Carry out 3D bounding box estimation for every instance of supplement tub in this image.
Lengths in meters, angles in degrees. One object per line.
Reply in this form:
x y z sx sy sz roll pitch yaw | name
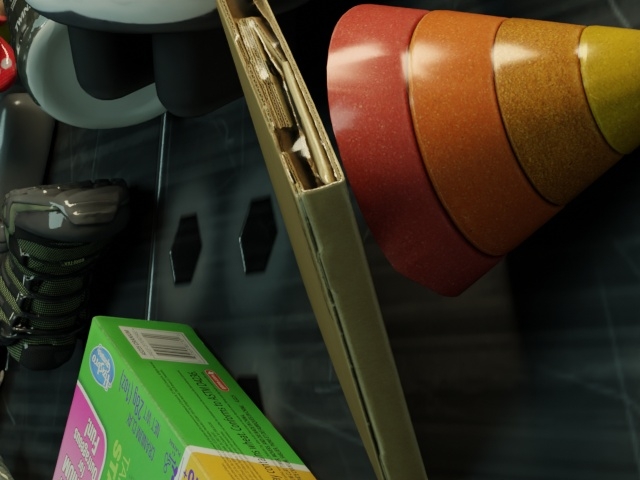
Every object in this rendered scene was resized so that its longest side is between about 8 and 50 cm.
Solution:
-0.147 -0.171 1.017 0.117 0.117 0.190 -59 35 36 | supplement tub

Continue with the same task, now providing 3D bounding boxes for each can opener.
-0.271 0.016 1.240 0.074 0.093 0.280 34 108 60 | can opener

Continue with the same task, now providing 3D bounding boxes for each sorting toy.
0.080 -0.163 0.646 0.126 0.127 0.366 -15 64 29 | sorting toy

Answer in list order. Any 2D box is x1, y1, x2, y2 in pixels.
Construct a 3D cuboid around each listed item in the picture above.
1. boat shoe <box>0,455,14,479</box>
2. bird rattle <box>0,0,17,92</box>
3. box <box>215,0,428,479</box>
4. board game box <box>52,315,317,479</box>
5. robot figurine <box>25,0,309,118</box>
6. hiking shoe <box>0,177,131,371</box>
-0.290 0.301 1.193 0.099 0.116 0.319 -112 38 -71 | boat shoe
-0.263 -0.202 1.207 0.207 0.143 0.253 -48 20 -1 | bird rattle
0.000 0.000 0.680 0.164 0.021 0.201 -112 4 -47 | box
-0.098 0.234 0.877 0.242 0.064 0.317 41 119 58 | board game box
-0.075 -0.208 0.800 0.173 0.209 0.278 -98 4 -66 | robot figurine
-0.176 0.027 1.080 0.227 0.086 0.114 -27 73 63 | hiking shoe
